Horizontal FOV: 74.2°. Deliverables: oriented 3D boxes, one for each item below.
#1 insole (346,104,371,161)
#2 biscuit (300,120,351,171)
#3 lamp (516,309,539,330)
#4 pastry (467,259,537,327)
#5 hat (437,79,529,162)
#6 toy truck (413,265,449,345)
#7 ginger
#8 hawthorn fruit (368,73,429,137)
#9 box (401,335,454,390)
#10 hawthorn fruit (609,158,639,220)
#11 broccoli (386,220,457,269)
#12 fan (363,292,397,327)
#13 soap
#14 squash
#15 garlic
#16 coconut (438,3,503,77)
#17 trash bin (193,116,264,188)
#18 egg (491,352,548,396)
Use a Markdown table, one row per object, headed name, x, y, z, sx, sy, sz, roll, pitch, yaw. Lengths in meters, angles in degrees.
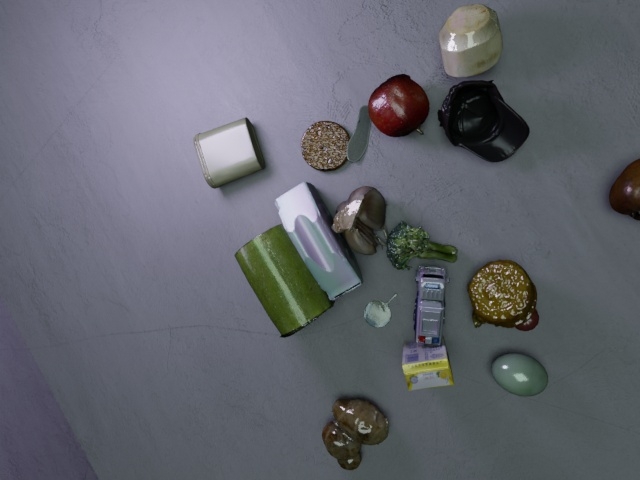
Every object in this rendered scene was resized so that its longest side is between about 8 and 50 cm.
| name | x | y | z | sx | sy | sz | roll | pitch | yaw |
| --- | --- | --- | --- | --- | --- | --- | --- | --- | --- |
| insole | 0.161 | -0.425 | 1.693 | 0.080 | 0.003 | 0.232 | 15 | 94 | -12 |
| biscuit | 0.023 | -0.385 | 1.727 | 0.211 | 0.036 | 0.213 | 1 | 95 | 11 |
| lamp | 0.755 | 0.286 | 1.567 | 0.101 | 0.090 | 0.101 | -20 | 56 | 33 |
| pastry | 0.650 | 0.190 | 1.534 | 0.235 | 0.132 | 0.240 | -9 | 67 | 31 |
| hat | 0.583 | -0.449 | 1.545 | 0.336 | 0.209 | 0.238 | 34 | 122 | -8 |
| toy truck | 0.412 | 0.242 | 1.585 | 0.124 | 0.155 | 0.268 | 3 | 113 | 13 |
| ginger | 0.124 | 0.792 | 1.733 | 0.244 | 0.155 | 0.304 | 32 | 108 | 3 |
| hawthorn fruit | 0.298 | -0.484 | 1.579 | 0.215 | 0.215 | 0.250 | -43 | 88 | 12 |
| box | 0.396 | 0.451 | 1.576 | 0.168 | 0.265 | 0.097 | -12 | 93 | 12 |
| hawthorn fruit | 1.105 | -0.186 | 1.411 | 0.207 | 0.208 | 0.248 | 29 | 83 | 10 |
| broccoli | 0.386 | 0.008 | 1.594 | 0.274 | 0.177 | 0.199 | -2 | 138 | 7 |
| fan | 0.253 | 0.280 | 1.731 | 0.113 | 0.005 | 0.175 | 42 | 103 | 8 |
| soap | 0.000 | 0.000 | 1.643 | 0.156 | 0.261 | 0.447 | -30 | 86 | 11 |
| squash | -0.141 | 0.157 | 1.688 | 0.262 | 0.263 | 0.385 | -32 | 87 | 13 |
| garlic | 0.168 | -0.074 | 1.624 | 0.210 | 0.291 | 0.238 | -34 | 61 | 22 |
| coconut | 0.532 | -0.697 | 1.501 | 0.240 | 0.241 | 0.242 | 1 | 94 | 13 |
| trash bin | -0.384 | -0.369 | 1.787 | 0.247 | 0.121 | 0.244 | -17 | 89 | 12 |
| egg | 0.730 | 0.492 | 1.555 | 0.192 | 0.149 | 0.150 | 9 | 96 | 11 |
